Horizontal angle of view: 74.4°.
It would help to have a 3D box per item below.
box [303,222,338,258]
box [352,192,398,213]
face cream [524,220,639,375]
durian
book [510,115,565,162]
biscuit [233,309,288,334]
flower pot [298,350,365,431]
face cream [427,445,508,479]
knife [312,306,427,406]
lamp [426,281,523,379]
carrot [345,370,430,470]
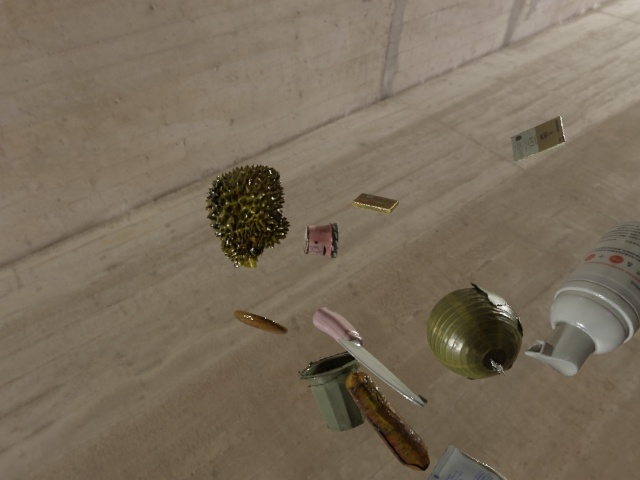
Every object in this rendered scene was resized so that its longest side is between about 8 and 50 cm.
[{"bbox_3d":[0.000,0.000,1.757,0.135,0.151,0.151,0,-47,-7],"label":"box"},{"bbox_3d":[0.208,-0.141,1.595,0.089,0.156,0.022,-43,-41,-48],"label":"box"},{"bbox_3d":[0.530,0.125,0.807,0.369,0.145,0.145,-40,-33,-18],"label":"face cream"},{"bbox_3d":[-0.208,-0.076,1.212,0.258,0.258,0.293,-22,-46,-32],"label":"durian"},{"bbox_3d":[0.867,-0.402,1.691,0.016,0.139,0.198,29,-34,-34],"label":"book"},{"bbox_3d":[-0.267,0.369,1.871,0.262,0.261,0.037,52,-127,-56],"label":"biscuit"},{"bbox_3d":[0.072,0.614,1.721,0.290,0.259,0.290,-17,-2,-1],"label":"flower pot"},{"bbox_3d":[0.267,0.415,0.656,0.114,0.224,0.070,-61,1,1],"label":"face cream"},{"bbox_3d":[0.063,0.178,0.712,0.081,0.336,0.043,28,-92,-22],"label":"knife"},{"bbox_3d":[0.415,0.255,1.118,0.250,0.284,0.250,-2,-70,-4],"label":"lamp"},{"bbox_3d":[0.144,0.382,0.890,0.070,0.070,0.260,-38,-78,-12],"label":"carrot"}]
